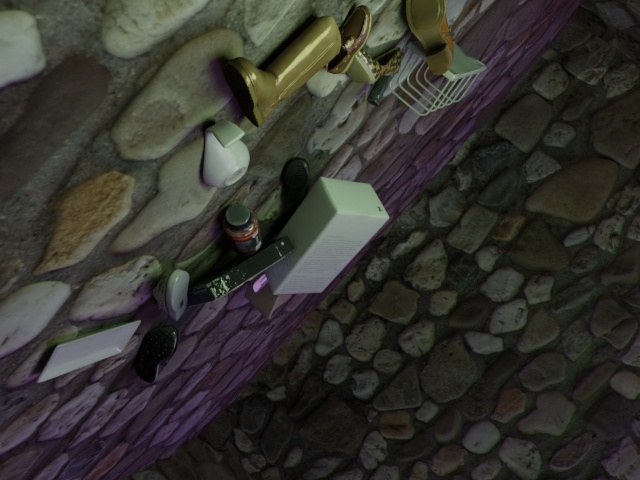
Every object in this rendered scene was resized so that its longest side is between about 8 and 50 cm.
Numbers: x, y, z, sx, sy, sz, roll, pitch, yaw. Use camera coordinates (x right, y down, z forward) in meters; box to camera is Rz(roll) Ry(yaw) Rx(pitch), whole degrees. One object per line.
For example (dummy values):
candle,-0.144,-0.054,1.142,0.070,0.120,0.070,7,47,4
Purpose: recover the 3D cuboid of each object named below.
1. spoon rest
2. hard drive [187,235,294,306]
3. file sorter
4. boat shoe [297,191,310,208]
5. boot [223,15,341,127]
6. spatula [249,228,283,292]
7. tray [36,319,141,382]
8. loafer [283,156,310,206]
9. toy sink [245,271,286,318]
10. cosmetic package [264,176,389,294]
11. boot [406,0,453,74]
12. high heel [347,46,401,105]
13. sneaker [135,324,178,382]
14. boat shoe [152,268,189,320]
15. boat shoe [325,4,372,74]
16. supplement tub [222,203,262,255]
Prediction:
spoon rest,-0.223,-0.205,1.073,0.137,0.084,0.276,-41,177,-17
hard drive,-0.273,0.101,1.491,0.339,0.064,0.237,-33,-171,-41
file sorter,0.399,-0.567,1.575,0.278,0.193,0.173,-31,161,-44
boat shoe,-0.024,-0.075,1.772,0.156,0.135,0.367,-40,158,14
boot,-0.072,-0.390,0.976,0.269,0.089,0.236,-44,177,-6
spatula,-0.200,0.074,1.768,0.242,0.019,0.168,-43,129,-15
tray,-0.637,0.293,1.264,0.145,0.030,0.270,-52,164,19
loafer,-0.074,-0.199,1.479,0.220,0.080,0.078,104,0,-58
toy sink,-0.205,0.197,1.940,0.131,0.153,0.234,-35,159,-39
cosmetic package,0.000,0.000,1.593,0.230,0.161,0.453,3,140,-39
boot,0.330,-0.644,1.323,0.109,0.283,0.220,-14,-147,27
high heel,0.158,-0.525,1.294,0.186,0.093,0.261,-64,156,-3
sneaker,-0.551,0.367,1.593,0.283,0.107,0.124,-52,179,32
boat shoe,-0.439,0.150,1.327,0.267,0.088,0.096,116,-2,-61
boat shoe,0.067,-0.488,1.125,0.060,0.064,0.178,-32,162,-47
supplement tub,-0.235,-0.034,1.374,0.106,0.106,0.198,-42,164,-17
